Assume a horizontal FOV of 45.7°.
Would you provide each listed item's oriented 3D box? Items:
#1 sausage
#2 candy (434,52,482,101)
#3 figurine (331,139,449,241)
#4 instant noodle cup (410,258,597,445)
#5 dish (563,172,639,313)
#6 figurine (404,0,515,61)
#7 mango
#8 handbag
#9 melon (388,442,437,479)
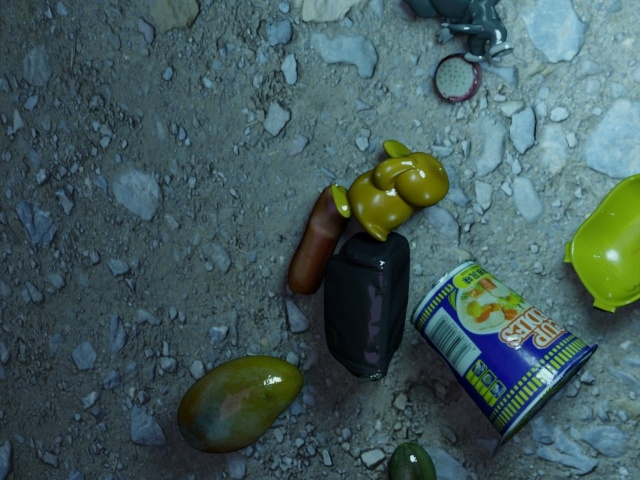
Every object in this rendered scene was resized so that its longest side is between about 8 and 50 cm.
[{"bbox_3d":[0.000,0.000,1.826,0.089,0.083,0.300,32,112,21],"label":"sausage"},{"bbox_3d":[0.291,-0.345,1.606,0.103,0.043,0.103,6,103,28],"label":"candy"},{"bbox_3d":[0.161,-0.106,1.648,0.215,0.215,0.228,44,107,15],"label":"figurine"},{"bbox_3d":[0.359,0.212,1.577,0.312,0.284,0.284,45,119,23],"label":"instant noodle cup"},{"bbox_3d":[0.612,0.013,1.439,0.262,0.108,0.221,-48,45,29],"label":"dish"},{"bbox_3d":[0.284,-0.459,1.525,0.193,0.140,0.265,-40,50,41],"label":"figurine"},{"bbox_3d":[-0.216,0.425,1.980,0.383,0.199,0.222,-28,79,19],"label":"mango"},{"bbox_3d":[0.091,0.143,1.688,0.177,0.275,0.302,6,103,18],"label":"handbag"},{"bbox_3d":[0.218,0.563,1.800,0.114,0.114,0.168,-3,96,30],"label":"melon"}]
